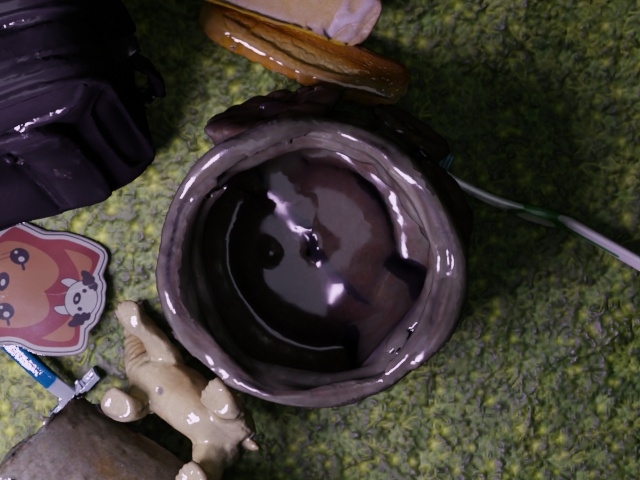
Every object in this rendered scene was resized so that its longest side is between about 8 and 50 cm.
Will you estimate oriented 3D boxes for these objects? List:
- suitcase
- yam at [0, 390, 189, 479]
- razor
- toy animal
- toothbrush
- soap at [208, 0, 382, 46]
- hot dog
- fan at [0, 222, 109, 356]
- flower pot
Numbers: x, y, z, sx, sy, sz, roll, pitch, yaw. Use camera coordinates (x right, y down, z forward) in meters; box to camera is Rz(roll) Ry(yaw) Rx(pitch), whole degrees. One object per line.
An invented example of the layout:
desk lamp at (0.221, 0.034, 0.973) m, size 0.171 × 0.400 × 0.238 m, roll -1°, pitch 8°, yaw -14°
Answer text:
suitcase at (-0.308, -0.115, 1.167) m, size 0.339 × 0.345 × 0.188 m, roll -20°, pitch 81°, yaw -2°
yam at (-0.168, 0.292, 1.263) m, size 0.300 × 0.195 × 0.195 m, roll 34°, pitch 92°, yaw -1°
razor at (-0.308, 0.094, 1.328) m, size 0.191 × 0.037 × 0.068 m, roll 44°, pitch 92°, yaw -2°
toy animal at (-0.135, 0.138, 1.268) m, size 0.219 × 0.101 × 0.103 m, roll 39°, pitch 100°, yaw 23°
toothbrush at (0.222, -0.021, 1.331) m, size 0.304 × 0.030 × 0.030 m, roll 28°, pitch 92°, yaw 1°
soap at (-0.073, -0.312, 1.220) m, size 0.315 × 0.091 × 0.199 m, roll 13°, pitch 107°, yaw -25°
hot dog at (-0.018, -0.179, 1.315) m, size 0.216 × 0.047 × 0.066 m, roll 21°, pitch 55°, yaw -2°
fan at (-0.318, 0.038, 1.318) m, size 0.220 × 0.009 × 0.132 m, roll 13°, pitch 72°, yaw -4°
flower pot at (0.000, 0.000, 1.237) m, size 0.302 × 0.213 × 0.301 m, roll 0°, pitch 94°, yaw 1°
